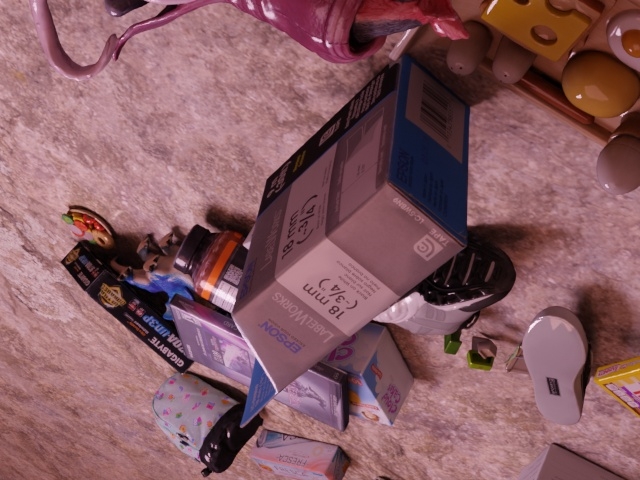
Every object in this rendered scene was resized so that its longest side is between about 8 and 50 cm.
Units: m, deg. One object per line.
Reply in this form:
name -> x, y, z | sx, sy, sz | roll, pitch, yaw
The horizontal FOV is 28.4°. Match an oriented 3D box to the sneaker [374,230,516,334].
sneaker -> 0.162, 0.061, 1.541 | 0.108, 0.100, 0.271 | 29, 160, -18

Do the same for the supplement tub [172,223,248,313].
supplement tub -> -0.102, 0.053, 1.753 | 0.198, 0.106, 0.106 | 29, 153, 1

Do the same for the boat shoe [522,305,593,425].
boat shoe -> 0.296, 0.140, 1.559 | 0.077, 0.070, 0.219 | 14, 144, 21

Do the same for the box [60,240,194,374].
box -> -0.301, 0.105, 2.015 | 0.220, 0.051, 0.175 | 45, 175, -28

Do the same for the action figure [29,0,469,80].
action figure -> -0.046, -0.237, 1.053 | 0.370, 0.276, 0.248 | 29, 150, 31

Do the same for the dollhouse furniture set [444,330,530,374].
dollhouse furniture set -> 0.237, 0.130, 1.653 | 0.151, 0.059, 0.076 | 10, 145, -5

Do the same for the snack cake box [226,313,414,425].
snack cake box -> -0.010, 0.175, 1.890 | 0.264, 0.089, 0.152 | 11, 147, 31

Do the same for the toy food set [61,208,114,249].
toy food set -> -0.360, -0.019, 1.962 | 0.082, 0.020, 0.083 | 12, 148, 30

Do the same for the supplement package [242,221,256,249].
supplement package -> 0.009, -0.020, 1.523 | 0.105, 0.105, 0.179 | 39, 151, -20

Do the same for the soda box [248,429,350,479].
soda box -> -0.039, 0.402, 2.330 | 0.183, 0.063, 0.058 | 6, 144, 36

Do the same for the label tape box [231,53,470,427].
label tape box -> 0.000, 0.000, 1.279 | 0.106, 0.241, 0.333 | 37, 122, -19

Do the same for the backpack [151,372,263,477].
backpack -> -0.216, 0.321, 2.296 | 0.182, 0.152, 0.115 | 26, 150, 33

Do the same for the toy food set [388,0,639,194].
toy food set -> 0.228, -0.143, 1.122 | 0.306, 0.092, 0.220 | 30, 153, -3

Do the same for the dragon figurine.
dragon figurine -> -0.218, 0.064, 1.900 | 0.144, 0.085, 0.289 | 43, 148, -24

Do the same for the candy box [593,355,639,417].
candy box -> 0.431, 0.206, 1.497 | 0.206, 0.027, 0.105 | 38, 148, -13

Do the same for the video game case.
video game case -> -0.085, 0.179, 1.835 | 0.274, 0.026, 0.196 | 25, 156, 14

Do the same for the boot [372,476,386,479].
boot -> 0.129, 0.538, 2.386 | 0.176, 0.088, 0.244 | 32, 149, -9

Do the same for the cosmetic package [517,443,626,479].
cosmetic package -> 0.355, 0.431, 1.878 | 0.151, 0.184, 0.151 | 27, 152, 4
